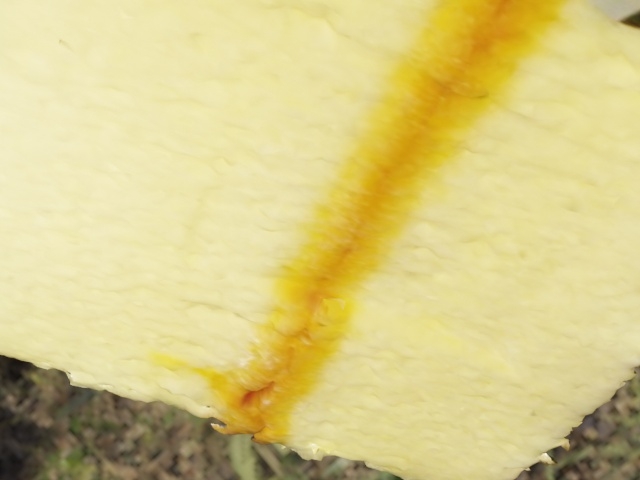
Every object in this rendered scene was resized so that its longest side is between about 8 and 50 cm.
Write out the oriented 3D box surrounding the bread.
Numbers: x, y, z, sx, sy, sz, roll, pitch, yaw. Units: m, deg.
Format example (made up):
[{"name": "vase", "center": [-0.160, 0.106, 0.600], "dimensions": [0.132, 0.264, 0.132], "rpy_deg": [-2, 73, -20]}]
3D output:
[{"name": "bread", "center": [0.000, 0.000, 0.570], "dimensions": [0.242, 0.345, 0.405], "rpy_deg": [-110, 31, -57]}]
